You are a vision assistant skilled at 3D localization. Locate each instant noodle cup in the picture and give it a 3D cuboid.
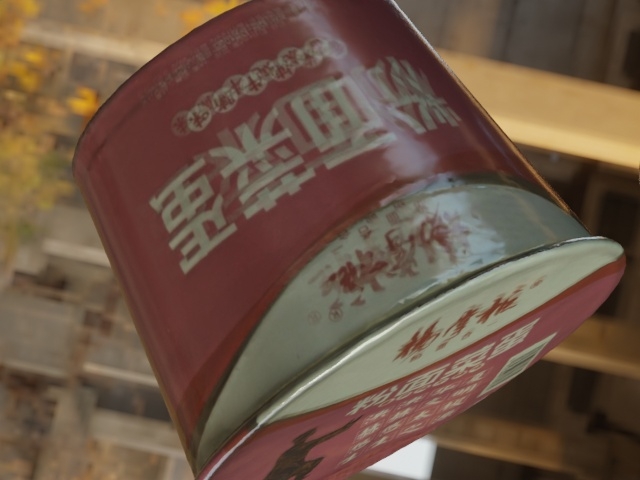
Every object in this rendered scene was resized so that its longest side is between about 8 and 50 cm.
[{"bbox_3d":[0.000,0.000,0.914,0.178,0.235,0.235,58,-17,17],"label":"instant noodle cup"}]
